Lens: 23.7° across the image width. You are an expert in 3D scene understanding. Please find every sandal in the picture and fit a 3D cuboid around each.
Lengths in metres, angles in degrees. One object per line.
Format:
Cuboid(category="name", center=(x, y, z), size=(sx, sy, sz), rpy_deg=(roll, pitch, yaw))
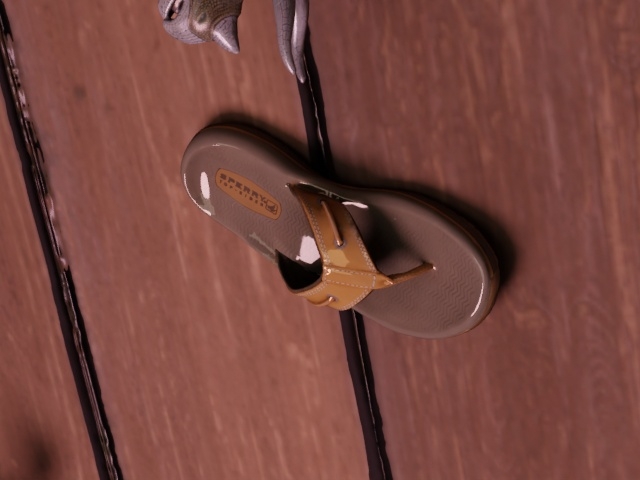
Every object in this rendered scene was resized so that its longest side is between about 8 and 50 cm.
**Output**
Cuboid(category="sandal", center=(0.000, 0.000, 0.734), size=(0.180, 0.049, 0.072), rpy_deg=(27, 124, 20))

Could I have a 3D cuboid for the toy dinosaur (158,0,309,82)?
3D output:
Cuboid(category="toy dinosaur", center=(-0.017, -0.232, 0.595), size=(0.160, 0.121, 0.313), rpy_deg=(30, 132, 10))
